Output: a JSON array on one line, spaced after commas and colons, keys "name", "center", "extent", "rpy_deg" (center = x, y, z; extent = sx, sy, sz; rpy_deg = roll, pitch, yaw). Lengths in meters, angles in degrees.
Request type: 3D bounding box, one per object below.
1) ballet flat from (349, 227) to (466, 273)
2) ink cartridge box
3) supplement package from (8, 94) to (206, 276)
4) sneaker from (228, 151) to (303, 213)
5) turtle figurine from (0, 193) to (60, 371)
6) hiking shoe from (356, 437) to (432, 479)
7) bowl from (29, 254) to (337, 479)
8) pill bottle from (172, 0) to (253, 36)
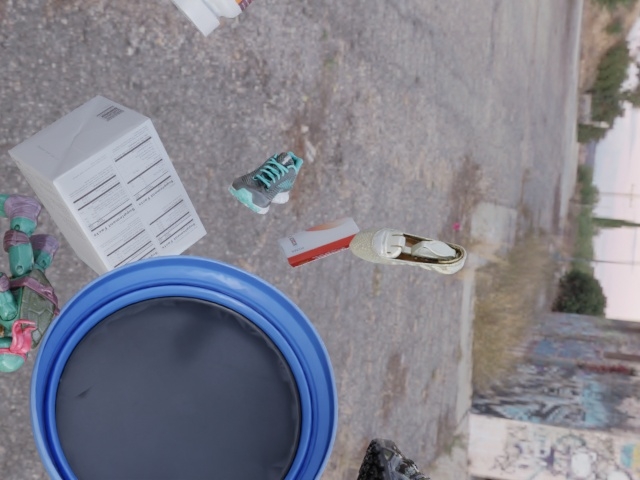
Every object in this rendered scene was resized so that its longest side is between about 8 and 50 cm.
[{"name": "ballet flat", "center": [0.126, 0.008, 1.018], "extent": [0.052, 0.168, 0.057], "rpy_deg": [112, -14, -68]}, {"name": "ink cartridge box", "center": [0.000, 0.000, 1.284], "extent": [0.179, 0.145, 0.045], "rpy_deg": [-166, -123, -82]}, {"name": "supplement package", "center": [-0.379, -0.085, 1.297], "extent": [0.198, 0.199, 0.263], "rpy_deg": [-40, 133, -23]}, {"name": "sneaker", "center": [-0.070, -0.087, 0.972], "extent": [0.076, 0.065, 0.166], "rpy_deg": [-55, 177, 19]}, {"name": "turtle figurine", "center": [-0.358, 0.069, 0.816], "extent": [0.175, 0.118, 0.234], "rpy_deg": [114, -19, -47]}, {"name": "hiking shoe", "center": [0.109, 0.294, 0.766], "extent": [0.227, 0.114, 0.086], "rpy_deg": [-123, -128, -70]}, {"name": "bowl", "center": [-0.170, 0.202, 0.932], "extent": [0.077, 0.391, 0.391], "rpy_deg": [122, -10, -50]}, {"name": "pill bottle", "center": [-0.147, -0.455, 1.200], "extent": [0.221, 0.121, 0.121], "rpy_deg": [-43, 160, 2]}]
